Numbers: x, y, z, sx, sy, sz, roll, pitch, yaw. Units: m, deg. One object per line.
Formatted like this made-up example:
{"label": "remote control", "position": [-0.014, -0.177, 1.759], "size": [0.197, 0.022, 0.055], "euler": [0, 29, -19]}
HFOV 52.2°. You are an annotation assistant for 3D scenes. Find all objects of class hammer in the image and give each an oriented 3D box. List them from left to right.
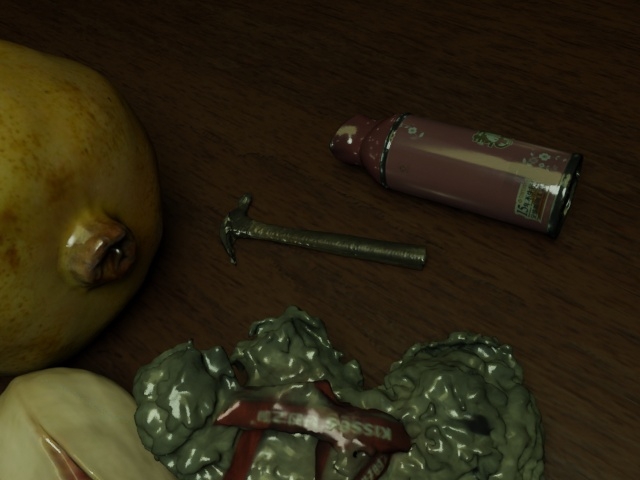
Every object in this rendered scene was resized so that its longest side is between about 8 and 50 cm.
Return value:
{"label": "hammer", "position": [0.000, -0.001, 0.894], "size": [0.297, 0.027, 0.125], "euler": [9, 56, 17]}

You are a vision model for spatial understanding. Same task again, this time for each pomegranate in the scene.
{"label": "pomegranate", "position": [-0.374, -0.028, 0.764], "size": [0.417, 0.416, 0.416], "euler": [-6, 53, 8]}

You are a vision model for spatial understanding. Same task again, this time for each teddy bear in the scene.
{"label": "teddy bear", "position": [0.058, 0.198, 0.628], "size": [0.367, 0.224, 0.357], "euler": [-31, 68, -14]}

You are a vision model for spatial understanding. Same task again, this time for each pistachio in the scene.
{"label": "pistachio", "position": [-0.230, 0.254, 0.653], "size": [0.187, 0.187, 0.299], "euler": [-40, 60, -17]}

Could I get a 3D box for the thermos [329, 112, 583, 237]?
{"label": "thermos", "position": [0.174, -0.113, 0.887], "size": [0.330, 0.109, 0.136], "euler": [19, 61, 24]}
